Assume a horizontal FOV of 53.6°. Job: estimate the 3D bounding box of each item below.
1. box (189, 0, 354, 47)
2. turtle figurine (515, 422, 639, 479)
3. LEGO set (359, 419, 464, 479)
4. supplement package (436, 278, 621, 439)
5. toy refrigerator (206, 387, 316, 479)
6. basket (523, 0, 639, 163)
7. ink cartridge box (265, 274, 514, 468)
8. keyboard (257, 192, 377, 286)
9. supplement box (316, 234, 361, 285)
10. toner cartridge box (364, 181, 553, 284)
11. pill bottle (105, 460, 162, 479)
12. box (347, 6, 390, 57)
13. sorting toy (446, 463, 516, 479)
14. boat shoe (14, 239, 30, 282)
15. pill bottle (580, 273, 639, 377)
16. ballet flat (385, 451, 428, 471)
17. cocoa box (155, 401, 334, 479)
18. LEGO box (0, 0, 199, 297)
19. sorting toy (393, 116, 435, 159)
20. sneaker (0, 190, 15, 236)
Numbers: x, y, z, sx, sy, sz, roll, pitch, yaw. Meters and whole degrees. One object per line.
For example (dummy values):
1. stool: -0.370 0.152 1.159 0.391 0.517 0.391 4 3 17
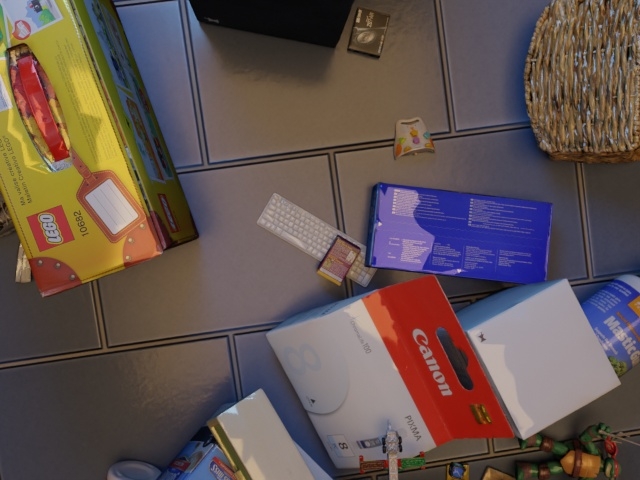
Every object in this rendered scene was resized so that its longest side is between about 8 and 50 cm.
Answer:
1. box: -0.052 -0.616 0.996 0.297 0.480 0.472 11 93 -4
2. turtle figurine: 0.516 0.449 1.270 0.234 0.118 0.176 5 78 12
3. LEGO set: 0.125 0.437 1.079 0.182 0.060 0.244 44 90 -2
4. supplement package: 0.348 0.206 1.151 0.199 0.263 0.198 -26 86 -9
5. toy refrigerator: -0.074 0.379 1.000 0.094 0.102 0.270 -29 83 -27
6. basket: 0.523 -0.303 1.240 0.213 0.223 0.300 3 94 30
7. ink cartridge box: 0.105 0.251 1.128 0.091 0.384 0.308 -30 95 -43
8. keyboard: 0.000 0.000 1.267 0.255 0.014 0.072 31 91 -4
9. supplement box: 0.035 0.038 1.245 0.054 0.043 0.083 31 97 -4
10. toner cartridge box: 0.268 -0.010 1.243 0.347 0.075 0.165 7 86 -4
11. pill bottle: -0.378 0.540 1.228 0.108 0.108 0.194 13 92 -4
12. box: 0.095 -0.409 1.246 0.067 0.018 0.083 14 93 -4
13. sorting toy: 0.373 0.551 1.302 0.274 0.046 0.132 24 91 -4
14. boat shoe: -0.569 0.033 1.230 0.035 0.035 0.100 6 89 -31
15. pill bottle: 0.590 0.162 1.240 0.272 0.152 0.152 -37 94 0
16. ballet flat: 0.217 0.384 1.263 0.247 0.087 0.083 -35 95 -1
17. cocoa box: -0.107 0.494 1.145 0.347 0.231 0.228 46 64 -5
18. LEGO box: -0.396 -0.193 1.055 0.193 0.372 0.501 -20 94 -2
19. sorting toy: 0.183 -0.208 1.257 0.083 0.045 0.075 -11 75 -3
20. sneaker: -0.575 -0.062 1.171 0.228 0.132 0.086 -18 94 -2
